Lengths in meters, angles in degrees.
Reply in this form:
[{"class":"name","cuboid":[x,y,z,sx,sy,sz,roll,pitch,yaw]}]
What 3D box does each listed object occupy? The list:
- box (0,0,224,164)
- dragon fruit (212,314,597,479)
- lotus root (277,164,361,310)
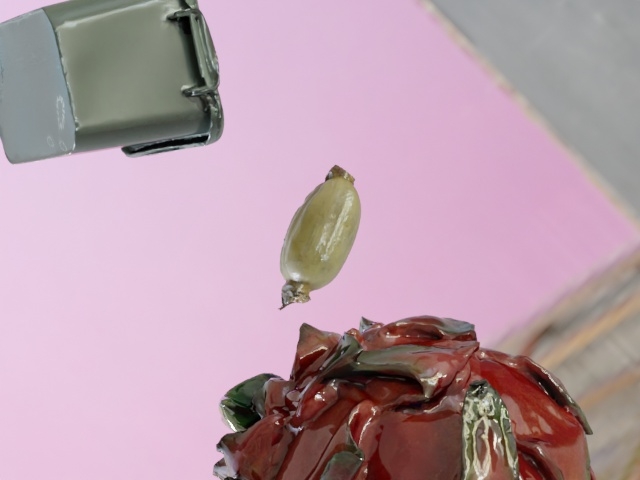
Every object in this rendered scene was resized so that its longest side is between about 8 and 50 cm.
[{"class":"box","cuboid":[-0.198,-0.144,1.659,0.135,0.163,0.243,-15,-173,-26]},{"class":"dragon fruit","cuboid":[0.067,0.170,1.056,0.234,0.293,0.233,-30,144,-24]},{"class":"lotus root","cuboid":[0.000,0.000,1.804,0.150,0.062,0.073,-67,-162,-13]}]
